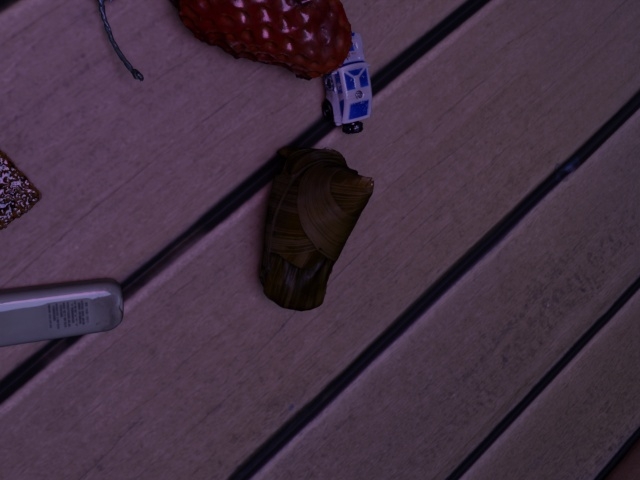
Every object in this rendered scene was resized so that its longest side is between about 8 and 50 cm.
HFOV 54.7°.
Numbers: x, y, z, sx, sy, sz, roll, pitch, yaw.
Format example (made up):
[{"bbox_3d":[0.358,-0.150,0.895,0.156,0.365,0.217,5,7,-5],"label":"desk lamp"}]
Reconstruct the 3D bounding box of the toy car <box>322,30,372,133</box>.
[{"bbox_3d":[0.045,-0.269,1.057,0.080,0.070,0.170,-19,111,-23],"label":"toy car"}]

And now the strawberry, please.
[{"bbox_3d":[-0.080,-0.361,0.895,0.253,0.150,0.280,-26,102,-17],"label":"strawberry"}]

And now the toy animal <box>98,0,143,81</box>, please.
[{"bbox_3d":[-0.293,-0.345,0.846,0.070,0.079,0.252,-7,107,-4],"label":"toy animal"}]

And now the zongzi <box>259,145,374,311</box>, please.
[{"bbox_3d":[0.000,0.000,0.981,0.134,0.288,0.285,3,103,-24],"label":"zongzi"}]

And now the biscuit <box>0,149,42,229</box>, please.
[{"bbox_3d":[-0.515,-0.035,0.843,0.231,0.025,0.131,-42,119,-13],"label":"biscuit"}]

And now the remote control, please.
[{"bbox_3d":[-0.449,0.115,0.914,0.310,0.038,0.090,-7,108,-26],"label":"remote control"}]
